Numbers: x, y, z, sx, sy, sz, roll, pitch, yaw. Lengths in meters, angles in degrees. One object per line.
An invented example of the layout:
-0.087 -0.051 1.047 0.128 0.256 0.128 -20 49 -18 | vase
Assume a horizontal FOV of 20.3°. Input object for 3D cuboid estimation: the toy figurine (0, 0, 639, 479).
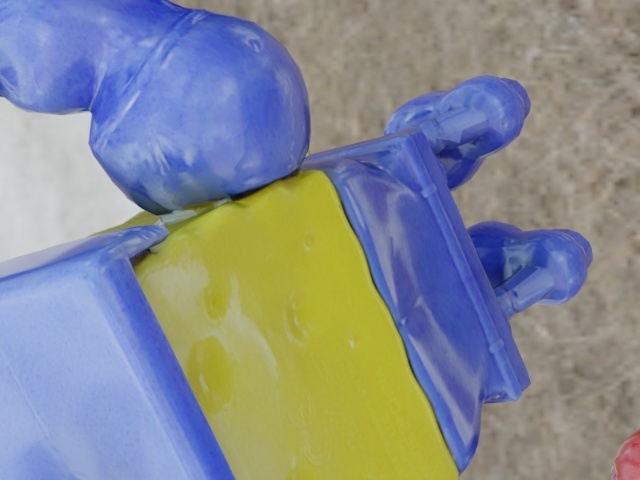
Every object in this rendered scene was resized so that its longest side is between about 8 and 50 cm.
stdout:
0.000 0.000 0.359 0.191 0.217 0.363 -11 108 41 | toy figurine
